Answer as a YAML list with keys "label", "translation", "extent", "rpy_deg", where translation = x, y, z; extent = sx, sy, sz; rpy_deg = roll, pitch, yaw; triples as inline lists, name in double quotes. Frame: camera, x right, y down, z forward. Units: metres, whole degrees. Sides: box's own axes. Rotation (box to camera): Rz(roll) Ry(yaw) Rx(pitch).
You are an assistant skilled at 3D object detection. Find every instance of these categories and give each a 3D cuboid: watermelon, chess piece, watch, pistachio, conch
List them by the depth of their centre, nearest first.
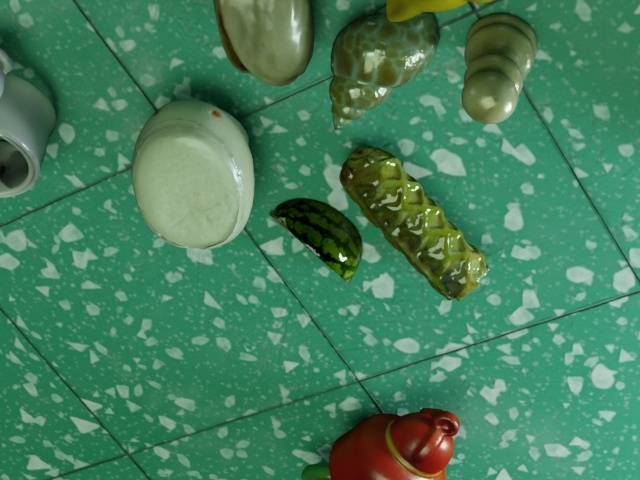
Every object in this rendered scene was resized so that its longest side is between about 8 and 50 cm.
- label: "chess piece"
  translation: [0.219, -0.207, 1.803]
  extent: [0.094, 0.170, 0.094]
  rpy_deg: [9, 131, 10]
- label: "pistachio"
  translation: [-0.077, -0.297, 1.852]
  extent: [0.129, 0.131, 0.206]
  rpy_deg: [39, 147, 45]
- label: "conch"
  translation: [0.076, -0.241, 1.869]
  extent: [0.173, 0.106, 0.116]
  rpy_deg: [-18, 139, 12]
- label: "watch"
  translation: [-0.516, -0.183, 2.071]
  extent: [0.244, 0.196, 0.231]
  rpy_deg: [-3, 147, 19]
- label: "watermelon"
  translation: [0.000, 0.004, 2.100]
  extent: [0.163, 0.069, 0.087]
  rpy_deg: [39, 127, -12]

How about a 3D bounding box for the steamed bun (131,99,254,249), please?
- label: "steamed bun"
  translation: [-0.177, -0.104, 2.029]
  extent: [0.177, 0.130, 0.228]
  rpy_deg: [3, 127, 12]

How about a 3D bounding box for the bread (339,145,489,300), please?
- label: "bread"
  translation: [0.129, -0.028, 2.024]
  extent: [0.087, 0.098, 0.269]
  rpy_deg: [-44, 110, -3]

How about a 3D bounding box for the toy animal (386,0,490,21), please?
- label: "toy animal"
  translation: [0.125, -0.382, 1.718]
  extent: [0.156, 0.156, 0.229]
  rpy_deg: [-10, 120, 24]

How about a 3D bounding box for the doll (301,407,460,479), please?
- label: "doll"
  translation: [0.106, 0.373, 2.296]
  extent: [0.183, 0.160, 0.363]
  rpy_deg: [39, 128, -5]
